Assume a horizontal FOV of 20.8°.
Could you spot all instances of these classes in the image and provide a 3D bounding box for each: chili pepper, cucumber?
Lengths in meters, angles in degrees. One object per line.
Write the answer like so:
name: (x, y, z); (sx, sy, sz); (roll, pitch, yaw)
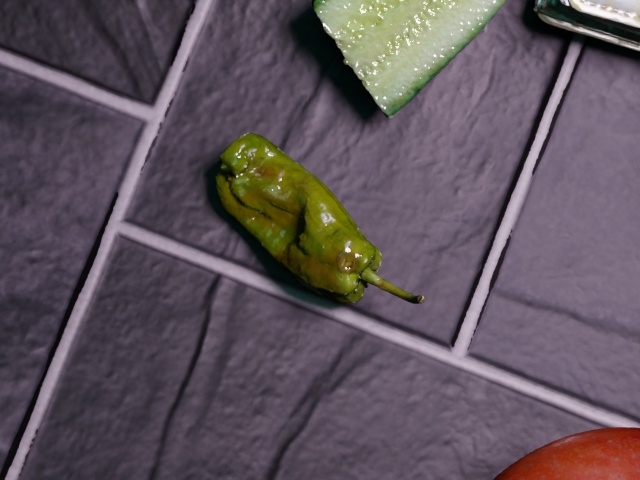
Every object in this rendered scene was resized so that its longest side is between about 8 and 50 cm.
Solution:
chili pepper: (-0.002, 0.002, 1.377); (0.204, 0.073, 0.072); (44, 103, 15)
cucumber: (0.106, -0.222, 1.380); (0.244, 0.063, 0.115); (-42, 99, 9)

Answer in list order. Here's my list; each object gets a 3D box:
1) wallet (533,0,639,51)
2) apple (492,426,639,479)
wallet: (0.346, -0.232, 1.385); (0.309, 0.077, 0.223); (16, 86, -8)
apple: (0.216, 0.245, 1.279); (0.201, 0.218, 0.218); (-18, 84, -5)
